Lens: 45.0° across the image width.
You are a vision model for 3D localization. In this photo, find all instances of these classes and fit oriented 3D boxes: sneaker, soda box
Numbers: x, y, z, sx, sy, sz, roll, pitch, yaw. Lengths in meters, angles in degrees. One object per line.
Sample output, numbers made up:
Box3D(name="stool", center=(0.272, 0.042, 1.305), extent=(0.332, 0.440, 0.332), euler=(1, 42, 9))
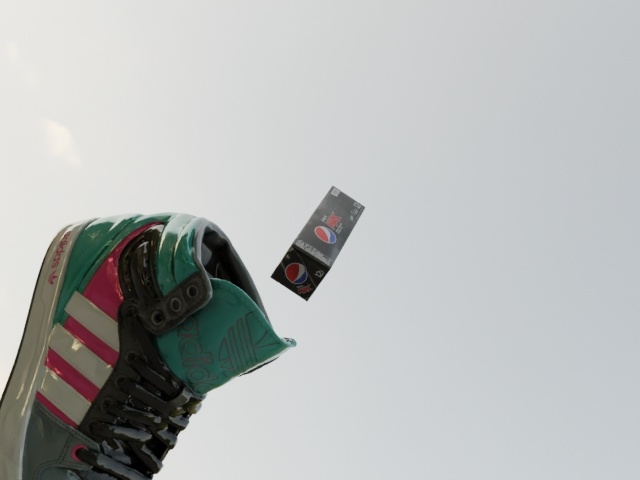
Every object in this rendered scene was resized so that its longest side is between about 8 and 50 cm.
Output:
Box3D(name="sneaker", center=(-0.107, 0.100, 0.528), extent=(0.178, 0.296, 0.124), euler=(-13, -32, 19))
Box3D(name="soda box", center=(0.000, 0.000, 0.933), extent=(0.053, 0.169, 0.060), euler=(34, -58, 0))
